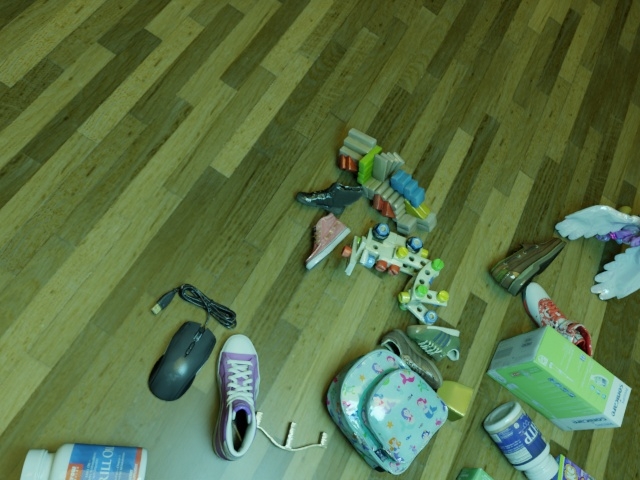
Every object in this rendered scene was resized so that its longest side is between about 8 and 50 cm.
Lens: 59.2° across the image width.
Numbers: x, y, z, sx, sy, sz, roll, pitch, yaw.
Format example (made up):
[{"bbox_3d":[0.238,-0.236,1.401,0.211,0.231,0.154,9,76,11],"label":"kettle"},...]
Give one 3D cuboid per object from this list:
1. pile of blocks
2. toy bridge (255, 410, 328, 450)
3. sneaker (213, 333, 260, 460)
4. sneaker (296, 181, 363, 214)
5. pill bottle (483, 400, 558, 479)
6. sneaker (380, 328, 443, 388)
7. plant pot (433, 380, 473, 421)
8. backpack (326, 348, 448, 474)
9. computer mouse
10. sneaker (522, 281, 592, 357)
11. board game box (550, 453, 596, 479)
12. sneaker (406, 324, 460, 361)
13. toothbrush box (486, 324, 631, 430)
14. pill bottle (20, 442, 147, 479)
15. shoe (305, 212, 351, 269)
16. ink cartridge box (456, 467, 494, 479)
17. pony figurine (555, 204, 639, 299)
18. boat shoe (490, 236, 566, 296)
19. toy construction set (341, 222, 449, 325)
[{"bbox_3d":[0.179,-0.148,1.571,0.362,0.149,0.112,44,62,0],"label":"pile of blocks"},{"bbox_3d":[-0.070,0.456,1.313,0.188,0.026,0.063,22,66,-11],"label":"toy bridge"},{"bbox_3d":[-0.173,0.336,1.248,0.102,0.161,0.282,5,67,-17],"label":"sneaker"},{"bbox_3d":[0.025,-0.127,1.538,0.170,0.089,0.051,17,24,-18],"label":"sneaker"},{"bbox_3d":[0.520,0.523,1.455,0.112,0.112,0.187,-34,84,-28],"label":"pill bottle"},{"bbox_3d":[0.227,0.315,1.445,0.071,0.066,0.188,-25,62,-38],"label":"sneaker"},{"bbox_3d":[0.331,0.405,1.452,0.083,0.081,0.081,28,63,3],"label":"plant pot"},{"bbox_3d":[0.150,0.387,1.315,0.225,0.191,0.253,-39,83,-26],"label":"backpack"},{"bbox_3d":[-0.324,0.219,1.294,0.184,0.060,0.262,38,62,-4],"label":"computer mouse"},{"bbox_3d":[0.681,0.231,1.609,0.090,0.145,0.270,-5,71,-22],"label":"sneaker"},{"bbox_3d":[0.630,0.726,1.342,0.233,0.078,0.347,36,38,6],"label":"board game box"},{"bbox_3d":[0.303,0.273,1.480,0.192,0.064,0.086,14,66,-37],"label":"sneaker"},{"bbox_3d":[0.627,0.373,1.500,0.283,0.206,0.122,38,61,-2],"label":"toothbrush box"},{"bbox_3d":[-0.463,0.466,1.110,0.221,0.124,0.124,9,67,-17],"label":"pill bottle"},{"bbox_3d":[0.000,0.000,1.500,0.081,0.063,0.178,45,57,2],"label":"shoe"},{"bbox_3d":[0.367,0.682,1.348,0.154,0.093,0.212,42,60,0],"label":"ink cartridge box"},{"bbox_3d":[0.967,-0.029,1.739,0.363,0.351,0.303,-32,86,-46],"label":"pony figurine"},{"bbox_3d":[0.623,0.049,1.677,0.307,0.111,0.104,-26,57,-39],"label":"boat shoe"},{"bbox_3d":[0.191,0.074,1.498,0.327,0.151,0.215,29,60,-20],"label":"toy construction set"}]
